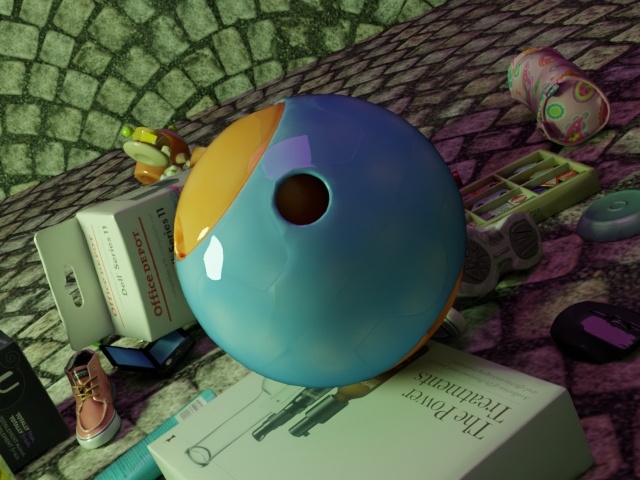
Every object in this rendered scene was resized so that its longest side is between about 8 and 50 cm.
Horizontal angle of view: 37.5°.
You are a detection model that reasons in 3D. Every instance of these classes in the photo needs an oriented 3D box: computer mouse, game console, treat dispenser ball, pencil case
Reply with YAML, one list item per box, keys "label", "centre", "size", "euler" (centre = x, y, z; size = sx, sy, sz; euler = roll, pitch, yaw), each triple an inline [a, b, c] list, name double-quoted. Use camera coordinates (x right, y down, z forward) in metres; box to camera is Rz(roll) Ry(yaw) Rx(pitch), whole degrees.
- label: "computer mouse"
  centre: [0.333, 0.095, 0.954]
  size: [0.071, 0.041, 0.242]
  euler: [-37, 25, -33]
- label: "game console"
  centre: [-0.258, 0.155, 1.406]
  size: [0.107, 0.071, 0.122]
  euler: [-47, 26, -9]
- label: "treat dispenser ball"
  centre: [0.000, 0.000, 0.931]
  size: [0.288, 0.288, 0.288]
  euler: [-21, 21, 8]
- label: "pencil case"
  centre: [0.400, -0.251, 1.618]
  size: [0.124, 0.124, 0.284]
  euler: [-21, 22, 8]

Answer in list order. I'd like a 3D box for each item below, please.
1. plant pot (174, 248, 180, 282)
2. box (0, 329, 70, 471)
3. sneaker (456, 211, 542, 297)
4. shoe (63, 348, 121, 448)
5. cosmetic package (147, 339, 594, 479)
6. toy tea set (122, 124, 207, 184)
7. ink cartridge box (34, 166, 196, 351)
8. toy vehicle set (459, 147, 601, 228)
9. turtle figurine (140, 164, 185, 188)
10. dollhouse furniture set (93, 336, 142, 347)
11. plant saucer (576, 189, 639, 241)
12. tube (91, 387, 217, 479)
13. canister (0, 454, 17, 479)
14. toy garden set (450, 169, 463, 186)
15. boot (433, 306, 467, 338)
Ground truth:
- label: "plant pot"
  centre: [-0.054, 0.037, 1.335]
  size: [0.215, 0.215, 0.230]
  euler: [-35, 39, -27]
- label: "box"
  centre: [-0.516, 0.262, 1.300]
  size: [0.270, 0.165, 0.143]
  euler: [-33, 22, -24]
- label: "sneaker"
  centre: [0.179, 0.030, 1.202]
  size: [0.232, 0.090, 0.115]
  euler: [-11, -8, -42]
- label: "shoe"
  centre: [-0.325, 0.217, 1.320]
  size: [0.063, 0.081, 0.178]
  euler: [-25, 20, -3]
- label: "cosmetic package"
  centre: [0.029, 0.211, 0.934]
  size: [0.284, 0.097, 0.377]
  euler: [-36, 23, -22]
- label: "toy tea set"
  centre: [-0.206, -0.150, 1.783]
  size: [0.200, 0.335, 0.124]
  euler: [129, 160, -70]
- label: "ink cartridge box"
  centre: [-0.233, 0.019, 1.449]
  size: [0.353, 0.207, 0.119]
  euler: [-27, 20, -38]
- label: "toy vehicle set"
  centre: [0.257, -0.050, 1.397]
  size: [0.266, 0.035, 0.166]
  euler: [-27, 21, -8]
- label: "turtle figurine"
  centre: [-0.281, -0.026, 1.709]
  size: [0.274, 0.198, 0.266]
  euler: [-33, 17, -30]
- label: "dollhouse furniture set"
  centre: [-0.321, 0.127, 1.535]
  size: [0.151, 0.058, 0.076]
  euler: [-20, 49, 27]
- label: "plant saucer"
  centre: [0.392, -0.037, 1.239]
  size: [0.119, 0.021, 0.119]
  euler: [-21, 20, 8]
- label: "tube"
  centre: [-0.202, 0.260, 1.137]
  size: [0.207, 0.052, 0.080]
  euler: [-36, 18, -15]
- label: "canister"
  centre: [-0.430, 0.293, 1.123]
  size: [0.126, 0.170, 0.073]
  euler: [-25, 20, -1]
- label: "toy garden set"
  centre: [0.120, -0.068, 1.461]
  size: [0.203, 0.049, 0.244]
  euler: [-22, 2, 7]
- label: "boot"
  centre: [0.093, 0.111, 1.168]
  size: [0.086, 0.069, 0.190]
  euler: [-52, 29, -20]
